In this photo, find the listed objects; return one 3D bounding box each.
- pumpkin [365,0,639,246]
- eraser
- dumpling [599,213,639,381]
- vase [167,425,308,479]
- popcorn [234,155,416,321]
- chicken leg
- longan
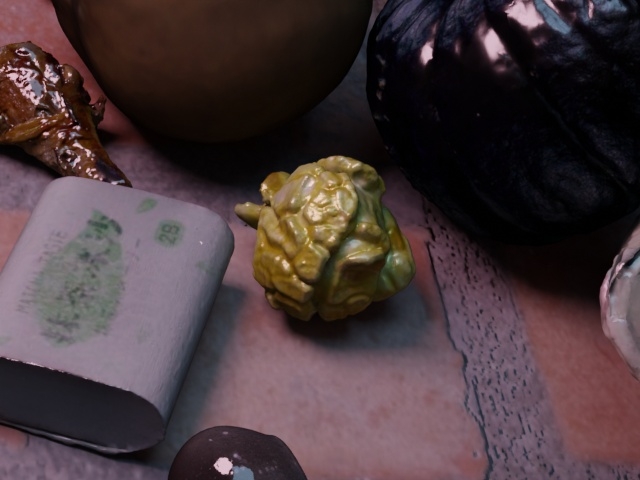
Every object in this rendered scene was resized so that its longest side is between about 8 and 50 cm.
[{"bbox_3d":[0.210,-0.164,1.601,0.266,0.363,0.363,51,35,-23],"label":"pumpkin"},{"bbox_3d":[-0.179,0.055,1.441,0.174,0.081,0.227,16,42,2],"label":"eraser"},{"bbox_3d":[0.374,0.063,1.548,0.260,0.181,0.341,55,16,4],"label":"dumpling"},{"bbox_3d":[-0.097,0.208,1.283,0.183,0.120,0.120,-24,53,-18],"label":"vase"},{"bbox_3d":[0.000,0.000,1.512,0.162,0.141,0.135,32,57,7],"label":"popcorn"},{"bbox_3d":[-0.235,-0.095,1.602,0.196,0.080,0.125,36,55,12],"label":"chicken leg"},{"bbox_3d":[-0.102,-0.239,1.623,0.319,0.319,0.319,8,42,-8],"label":"longan"}]
